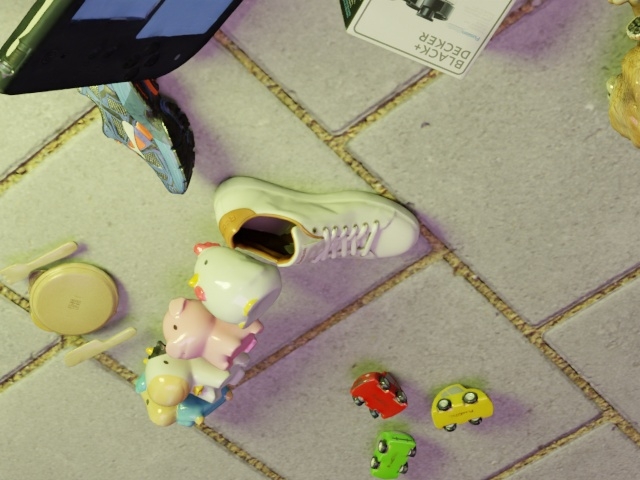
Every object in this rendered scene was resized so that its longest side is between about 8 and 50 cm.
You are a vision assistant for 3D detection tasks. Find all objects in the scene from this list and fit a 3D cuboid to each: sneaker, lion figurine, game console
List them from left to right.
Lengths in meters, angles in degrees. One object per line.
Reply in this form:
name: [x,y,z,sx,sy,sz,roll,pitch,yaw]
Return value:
sneaker: [-0.224,-0.145,1.521,0.087,0.083,0.221,-13,127,21]
game console: [-0.134,-0.299,1.254,0.060,0.342,0.386,48,117,5]
sneaker: [0.000,0.000,1.637,0.290,0.123,0.106,7,127,-15]
lion figurine: [0.488,-0.277,1.458,0.392,0.142,0.240,-40,132,19]

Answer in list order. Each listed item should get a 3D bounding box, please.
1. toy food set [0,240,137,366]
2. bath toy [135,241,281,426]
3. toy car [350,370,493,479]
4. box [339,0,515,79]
toy food set: [-0.351,0.081,1.719,0.132,0.038,0.192,-24,124,4]
bath toy: [-0.166,0.130,1.700,0.129,0.151,0.348,43,138,14]
toy car: [0.133,0.295,1.952,0.239,0.053,0.225,11,128,-16]
box: [0.162,-0.341,1.388,0.169,0.087,0.290,20,125,-22]
